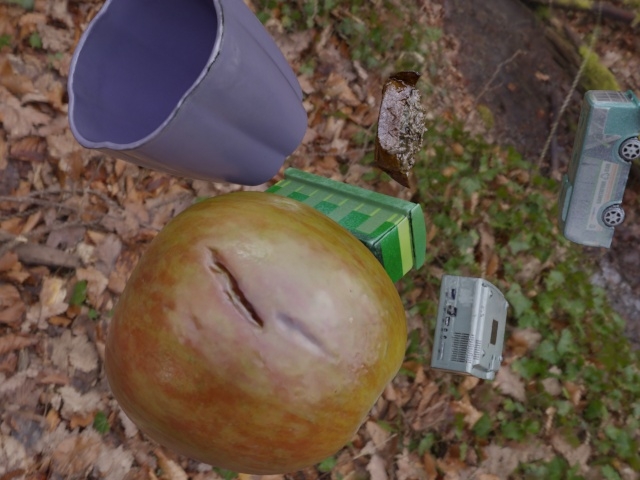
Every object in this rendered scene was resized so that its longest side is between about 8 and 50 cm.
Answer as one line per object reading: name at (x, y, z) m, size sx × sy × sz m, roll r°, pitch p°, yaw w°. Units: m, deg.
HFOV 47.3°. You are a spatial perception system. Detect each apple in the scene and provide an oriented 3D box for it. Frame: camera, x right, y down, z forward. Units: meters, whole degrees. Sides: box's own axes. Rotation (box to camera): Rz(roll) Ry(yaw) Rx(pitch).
apple at (-0.050, 0.090, 0.670) m, size 0.264 × 0.264 × 0.264 m, roll 12°, pitch 58°, yaw -20°

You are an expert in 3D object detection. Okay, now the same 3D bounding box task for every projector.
projector at (0.184, 0.109, 0.887) m, size 0.147 × 0.061 × 0.115 m, roll 27°, pitch 71°, yaw -63°

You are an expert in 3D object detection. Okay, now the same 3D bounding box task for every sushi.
sushi at (0.089, -0.120, 0.800) m, size 0.055 × 0.052 × 0.120 m, roll 8°, pitch 88°, yaw 9°

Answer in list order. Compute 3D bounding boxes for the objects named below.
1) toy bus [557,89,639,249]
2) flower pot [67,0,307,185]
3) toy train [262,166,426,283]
toy bus at (0.461, -0.115, 1.203) m, size 0.109 × 0.262 × 0.091 m, roll 6°, pitch 29°, yaw 7°
flower pot at (-0.150, -0.189, 0.954) m, size 0.243 × 0.265 × 0.265 m, roll 29°, pitch 46°, yaw -49°
toy train at (0.000, 0.000, 1.108) m, size 0.300 × 0.120 × 0.202 m, roll 20°, pitch 43°, yaw 37°
